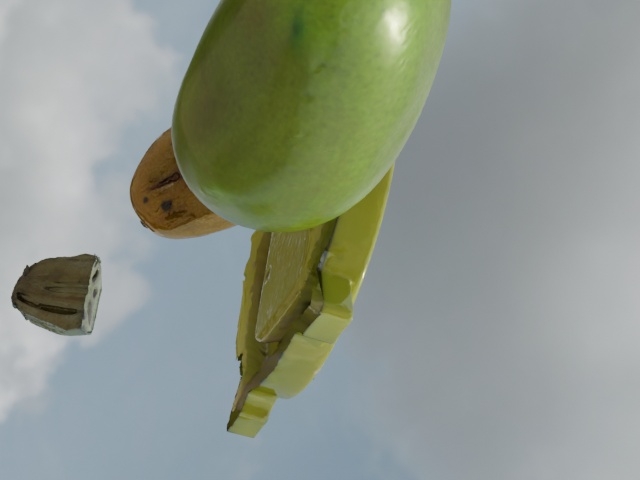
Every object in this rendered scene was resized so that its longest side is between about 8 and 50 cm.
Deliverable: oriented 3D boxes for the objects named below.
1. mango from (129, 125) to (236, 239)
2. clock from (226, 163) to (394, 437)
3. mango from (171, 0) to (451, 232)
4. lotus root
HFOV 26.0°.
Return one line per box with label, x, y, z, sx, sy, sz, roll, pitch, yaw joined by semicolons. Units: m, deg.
mango;-0.143;-0.109;1.996;0.294;0.120;0.177;-29;-110;14
clock;0.004;0.000;1.135;0.277;0.071;0.294;131;-27;-59
mango;0.001;-0.117;0.882;0.185;0.149;0.273;-56;178;-46
lotus root;-0.428;0.092;2.277;0.144;0.070;0.143;7;-118;15
